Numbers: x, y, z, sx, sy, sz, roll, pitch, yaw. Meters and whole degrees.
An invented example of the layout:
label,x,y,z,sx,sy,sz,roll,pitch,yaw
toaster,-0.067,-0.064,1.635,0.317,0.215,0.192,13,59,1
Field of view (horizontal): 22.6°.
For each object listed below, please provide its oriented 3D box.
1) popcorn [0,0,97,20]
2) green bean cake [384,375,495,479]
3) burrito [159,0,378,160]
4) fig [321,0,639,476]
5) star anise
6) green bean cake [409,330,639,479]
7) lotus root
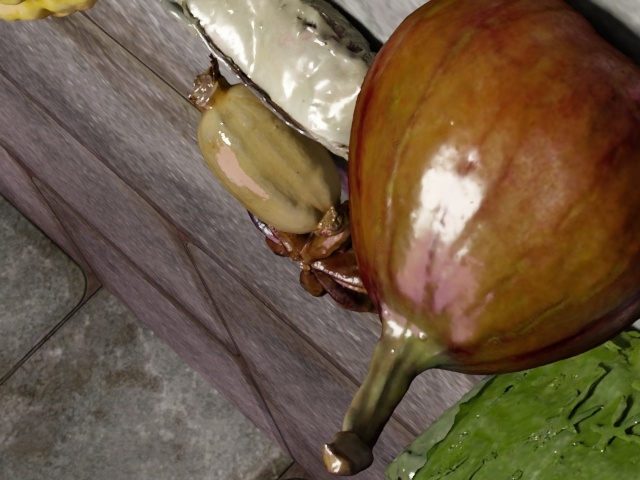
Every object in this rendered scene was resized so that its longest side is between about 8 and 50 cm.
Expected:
label,x,y,z,sx,sy,sz,roll,pitch,yaw
popcorn,-0.151,-0.199,0.832,0.180,0.170,0.180,43,152,30
green bean cake,0.150,0.216,1.110,0.222,0.125,0.227,45,171,18
burrito,-0.011,-0.105,0.883,0.229,0.063,0.058,44,140,12
fig,0.081,-0.005,0.683,0.149,0.202,0.148,12,-171,-12
star anise,-0.001,0.000,1.205,0.168,0.057,0.168,43,169,11
green bean cake,0.141,0.154,0.883,0.113,0.214,0.200,46,169,-26
lotus root,-0.038,-0.060,1.093,0.150,0.073,0.062,48,179,-11
